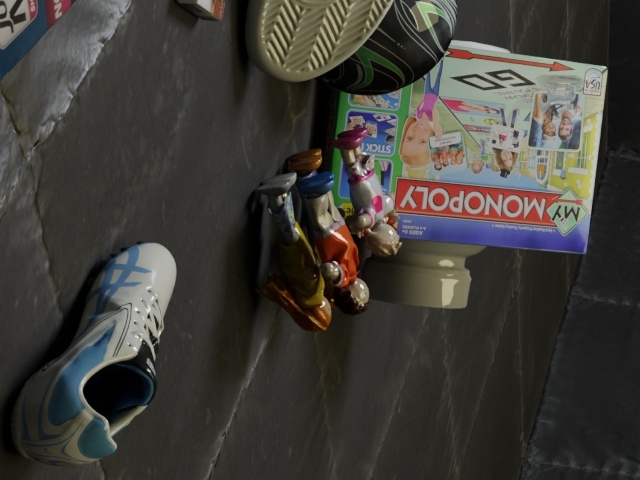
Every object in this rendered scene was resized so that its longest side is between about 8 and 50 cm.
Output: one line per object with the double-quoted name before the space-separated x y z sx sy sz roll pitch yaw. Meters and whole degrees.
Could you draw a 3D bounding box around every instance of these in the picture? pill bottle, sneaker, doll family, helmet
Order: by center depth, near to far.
"sneaker" -0.147 0.084 1.309 0.237 0.086 0.085 -64 154 -52
"sneaker" 0.013 -0.316 1.655 0.148 0.131 0.350 26 -88 62
"helmet" 0.052 -0.231 1.757 0.161 0.169 0.169 104 0 -68
"doll family" 0.000 0.000 1.768 0.263 0.118 0.163 -55 131 -67
"pill bottle" 0.123 -0.078 2.035 0.169 0.169 0.301 -3 100 -74

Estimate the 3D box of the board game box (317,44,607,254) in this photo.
"board game box" 0.154 -0.103 1.929 0.046 0.317 0.213 -167 -98 -68

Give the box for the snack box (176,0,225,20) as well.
"snack box" -0.087 -0.276 1.472 0.064 0.022 0.178 22 76 -72

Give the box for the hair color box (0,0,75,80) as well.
"hair color box" -0.177 -0.208 0.909 0.347 0.174 0.105 -62 153 -52
